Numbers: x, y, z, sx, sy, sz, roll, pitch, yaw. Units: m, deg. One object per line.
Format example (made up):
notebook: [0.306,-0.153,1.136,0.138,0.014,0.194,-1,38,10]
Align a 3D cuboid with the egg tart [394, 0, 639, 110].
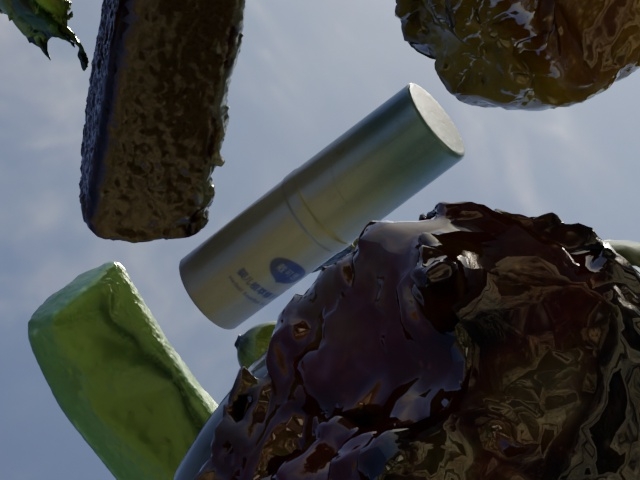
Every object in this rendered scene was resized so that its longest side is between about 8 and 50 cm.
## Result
egg tart: [0.161,-0.229,0.948,0.150,0.352,0.352,47,-159,24]

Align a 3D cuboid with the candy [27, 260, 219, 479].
candy: [-0.183,0.192,1.932,0.344,0.142,0.132,56,-160,-9]

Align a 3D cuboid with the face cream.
face cream: [-0.001,-0.025,1.435,0.077,0.250,0.077,44,-159,-22]

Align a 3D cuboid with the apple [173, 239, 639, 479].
apple: [0.110,0.233,0.992,0.473,0.473,0.474,40,-144,-37]

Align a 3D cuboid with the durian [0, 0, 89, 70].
durian: [-0.262,-0.278,1.339,0.375,0.106,0.132,53,172,-30]

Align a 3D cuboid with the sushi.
sushi: [0.008,0.155,0.596,0.182,0.196,0.343,36,-108,-24]

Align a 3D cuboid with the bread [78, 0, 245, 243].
bread: [-0.113,-0.210,1.413,0.113,0.417,0.165,6,-154,-15]

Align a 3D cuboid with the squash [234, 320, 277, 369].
squash: [-0.030,0.170,2.399,0.186,0.123,0.123,28,-141,-16]

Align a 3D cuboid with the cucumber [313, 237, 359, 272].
cucumber: [-0.001,0.000,1.924,0.064,0.112,0.064,11,-109,-33]
